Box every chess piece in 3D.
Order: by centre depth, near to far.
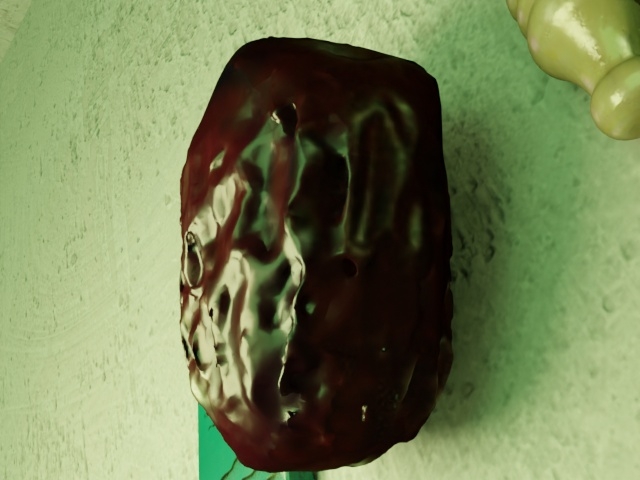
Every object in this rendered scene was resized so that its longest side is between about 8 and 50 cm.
[{"bbox_3d":[0.193,-0.206,0.643,0.139,0.124,0.307,-34,54,34],"label":"chess piece"}]

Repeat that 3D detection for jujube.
[{"bbox_3d":[0.000,0.000,0.702,0.258,0.258,0.376,-22,71,48],"label":"jujube"}]

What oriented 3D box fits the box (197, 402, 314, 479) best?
[{"bbox_3d":[-0.078,0.182,0.887,0.161,0.042,0.226,-38,47,40],"label":"box"}]
